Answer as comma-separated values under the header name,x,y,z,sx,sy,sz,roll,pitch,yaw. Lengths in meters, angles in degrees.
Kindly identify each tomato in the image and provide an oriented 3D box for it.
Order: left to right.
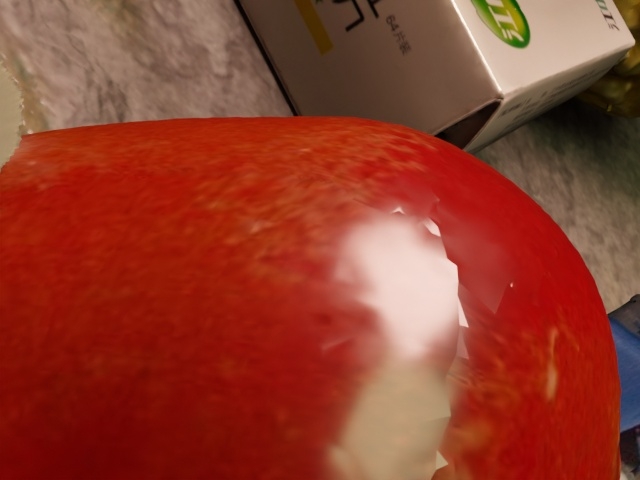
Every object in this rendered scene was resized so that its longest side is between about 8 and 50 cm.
name,x,y,z,sx,sy,sz,roll,pitch,yaw
tomato,-0.036,0.109,0.568,0.290,0.293,0.325,50,51,-76

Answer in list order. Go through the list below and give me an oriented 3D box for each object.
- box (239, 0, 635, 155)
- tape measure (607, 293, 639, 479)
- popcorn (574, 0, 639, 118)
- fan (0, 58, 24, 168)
name,x,y,z,sx,sy,sz,roll,pitch,yaw
box,0.036,-0.205,0.960,0.173,0.145,0.333,-25,87,-48
tape measure,0.166,0.175,0.801,0.259,0.138,0.262,-108,180,-82
popcorn,0.241,-0.215,1.081,0.282,0.282,0.247,6,79,-44
fan,-0.235,0.044,0.476,0.414,0.233,0.012,-67,144,-43
